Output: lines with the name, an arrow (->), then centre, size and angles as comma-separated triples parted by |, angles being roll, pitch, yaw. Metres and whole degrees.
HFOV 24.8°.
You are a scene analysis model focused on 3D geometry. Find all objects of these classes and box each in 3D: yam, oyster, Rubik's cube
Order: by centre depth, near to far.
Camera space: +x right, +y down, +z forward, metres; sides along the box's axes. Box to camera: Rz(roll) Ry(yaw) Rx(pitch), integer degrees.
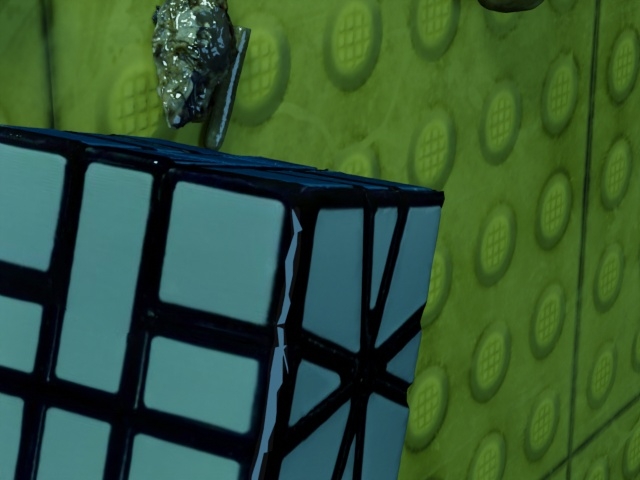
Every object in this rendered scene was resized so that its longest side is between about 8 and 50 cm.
Rubik's cube -> -0.097, 0.074, 1.097 | 0.288, 0.283, 0.293 | -7, 105, -66
oyster -> -0.100, -0.169, 1.246 | 0.103, 0.051, 0.148 | -8, 98, -63
yam -> -0.084, -0.136, 1.307 | 0.021, 0.021, 0.116 | 15, 90, -57

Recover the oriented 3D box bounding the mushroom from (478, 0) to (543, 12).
mushroom -> 0.234, -0.413, 1.628 | 0.107, 0.087, 0.333 | 25, 77, -61
